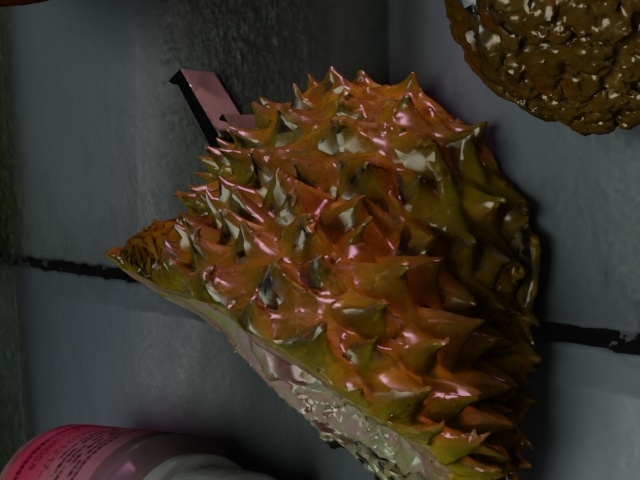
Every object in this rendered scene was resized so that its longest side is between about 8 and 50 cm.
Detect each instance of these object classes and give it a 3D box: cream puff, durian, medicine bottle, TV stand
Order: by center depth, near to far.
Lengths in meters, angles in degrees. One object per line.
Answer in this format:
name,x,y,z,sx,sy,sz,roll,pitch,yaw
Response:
cream puff,0.118,-0.129,0.501,0.150,0.115,0.165,-37,69,47
durian,0.013,-0.003,0.620,0.195,0.185,0.305,-50,51,-7
TV stand,-0.033,-0.023,0.735,0.042,0.036,0.249,-51,59,37
medicine bottle,-0.126,0.207,0.788,0.247,0.147,0.147,-6,90,47

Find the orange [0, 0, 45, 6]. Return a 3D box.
orange,-0.250,-0.359,0.718,0.424,0.326,0.423,9,102,45
